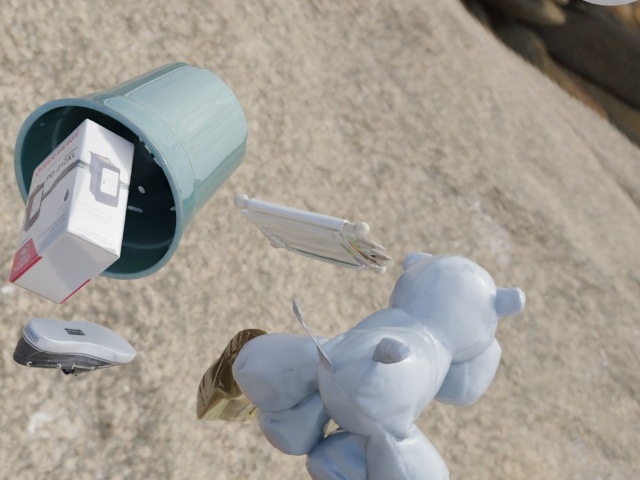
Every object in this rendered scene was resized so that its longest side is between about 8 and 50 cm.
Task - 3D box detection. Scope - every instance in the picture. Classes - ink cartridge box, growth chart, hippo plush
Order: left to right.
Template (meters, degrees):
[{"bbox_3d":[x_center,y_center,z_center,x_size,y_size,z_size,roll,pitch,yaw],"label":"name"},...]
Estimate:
[{"bbox_3d":[-0.390,-0.047,1.608,0.100,0.172,0.237,30,42,-32],"label":"ink cartridge box"},{"bbox_3d":[0.000,0.000,1.111,0.237,0.172,0.021,52,54,-74],"label":"growth chart"},{"bbox_3d":[0.064,0.107,1.042,0.236,0.234,0.294,-45,139,-36],"label":"hippo plush"}]

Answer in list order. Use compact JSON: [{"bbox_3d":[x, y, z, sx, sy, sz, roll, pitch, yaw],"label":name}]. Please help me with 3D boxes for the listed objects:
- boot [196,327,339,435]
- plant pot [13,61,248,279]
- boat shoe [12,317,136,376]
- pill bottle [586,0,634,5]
[{"bbox_3d":[-0.043,0.207,1.426,0.203,0.262,0.095,14,58,-20],"label":"boot"},{"bbox_3d":[-0.316,-0.154,1.858,0.341,0.341,0.334,51,37,-6],"label":"plant pot"},{"bbox_3d":[-0.384,0.176,1.580,0.080,0.076,0.228,43,12,26],"label":"boat shoe"},{"bbox_3d":[0.259,-0.295,0.827,0.119,0.119,0.208,43,56,-19],"label":"pill bottle"}]
